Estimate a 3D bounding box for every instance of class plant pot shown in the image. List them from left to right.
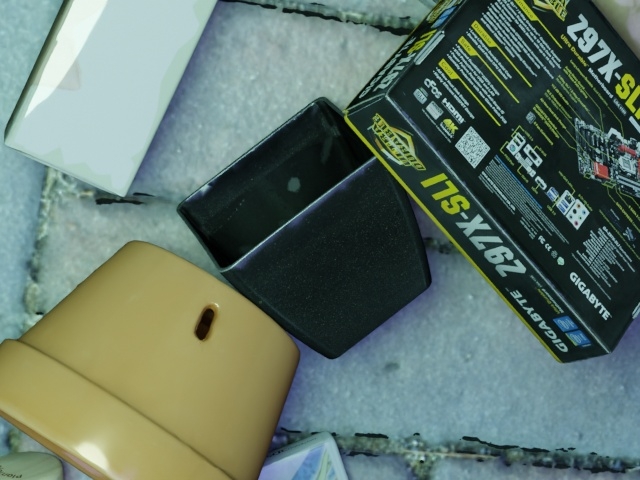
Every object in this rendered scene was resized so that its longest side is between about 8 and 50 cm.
[{"bbox_3d":[-0.152,0.138,1.390,0.291,0.291,0.203,39,76,-17],"label":"plant pot"},{"bbox_3d":[0.000,0.000,1.436,0.187,0.188,0.167,-38,116,-2],"label":"plant pot"}]

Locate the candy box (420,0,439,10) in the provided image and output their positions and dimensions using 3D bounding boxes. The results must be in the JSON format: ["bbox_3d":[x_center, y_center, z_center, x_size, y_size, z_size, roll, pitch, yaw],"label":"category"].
[{"bbox_3d":[0.116,-0.324,1.442,0.196,0.070,0.165,33,93,-17],"label":"candy box"}]

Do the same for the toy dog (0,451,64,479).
[{"bbox_3d":[-0.392,0.316,1.421,0.333,0.161,0.220,-23,105,-7],"label":"toy dog"}]

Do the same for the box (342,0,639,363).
[{"bbox_3d":[0.208,-0.087,1.371,0.322,0.079,0.257,47,58,-14],"label":"box"}]

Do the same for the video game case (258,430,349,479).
[{"bbox_3d":[-0.076,0.402,1.572,0.299,0.036,0.329,-21,105,-7],"label":"video game case"}]

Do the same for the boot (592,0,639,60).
[{"bbox_3d":[0.326,-0.141,1.524,0.236,0.089,0.270,-28,106,-14],"label":"boot"}]

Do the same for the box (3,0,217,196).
[{"bbox_3d":[-0.173,-0.210,1.367,0.121,0.148,0.311,24,94,-15],"label":"box"}]
